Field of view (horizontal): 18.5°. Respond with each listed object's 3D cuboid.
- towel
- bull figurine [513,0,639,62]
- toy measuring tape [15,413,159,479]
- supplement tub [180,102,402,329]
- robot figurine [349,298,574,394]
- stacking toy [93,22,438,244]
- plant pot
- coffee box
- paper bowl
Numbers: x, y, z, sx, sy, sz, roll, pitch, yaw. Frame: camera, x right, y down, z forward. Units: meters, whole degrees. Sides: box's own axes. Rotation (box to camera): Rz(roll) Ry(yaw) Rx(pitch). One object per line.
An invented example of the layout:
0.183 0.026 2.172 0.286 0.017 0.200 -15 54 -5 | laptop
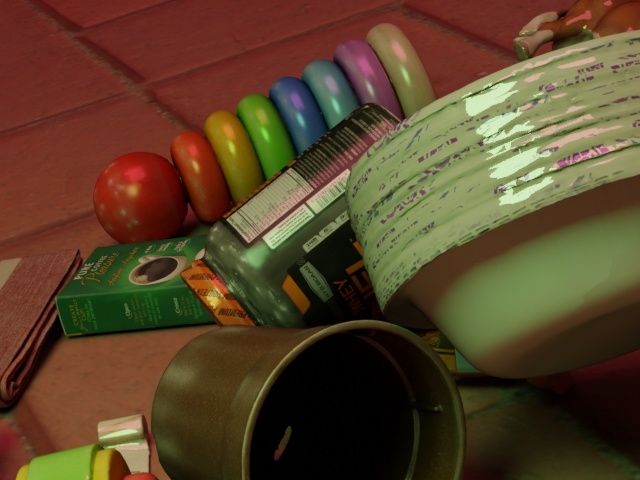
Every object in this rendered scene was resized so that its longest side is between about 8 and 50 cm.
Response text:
-0.383 0.097 1.701 0.329 0.037 0.237 -8 25 16 | towel
0.303 -0.163 1.841 0.188 0.101 0.310 -22 24 -15 | bull figurine
-0.152 0.164 1.306 0.121 0.121 0.330 -12 22 4 | toy measuring tape
0.000 0.000 1.411 0.190 0.117 0.117 -40 26 -5 | supplement tub
0.090 0.037 1.507 0.291 0.085 0.211 8 30 40 | robot figurine
-0.056 -0.083 1.841 0.330 0.141 0.141 -22 23 -6 | stacking toy
-0.018 0.125 1.281 0.167 0.167 0.165 -26 17 -27 | plant pot
-0.124 0.035 1.690 0.184 0.040 0.113 -6 23 15 | coffee box
0.169 -0.010 1.244 0.284 0.148 0.284 -17 -17 -5 | paper bowl
